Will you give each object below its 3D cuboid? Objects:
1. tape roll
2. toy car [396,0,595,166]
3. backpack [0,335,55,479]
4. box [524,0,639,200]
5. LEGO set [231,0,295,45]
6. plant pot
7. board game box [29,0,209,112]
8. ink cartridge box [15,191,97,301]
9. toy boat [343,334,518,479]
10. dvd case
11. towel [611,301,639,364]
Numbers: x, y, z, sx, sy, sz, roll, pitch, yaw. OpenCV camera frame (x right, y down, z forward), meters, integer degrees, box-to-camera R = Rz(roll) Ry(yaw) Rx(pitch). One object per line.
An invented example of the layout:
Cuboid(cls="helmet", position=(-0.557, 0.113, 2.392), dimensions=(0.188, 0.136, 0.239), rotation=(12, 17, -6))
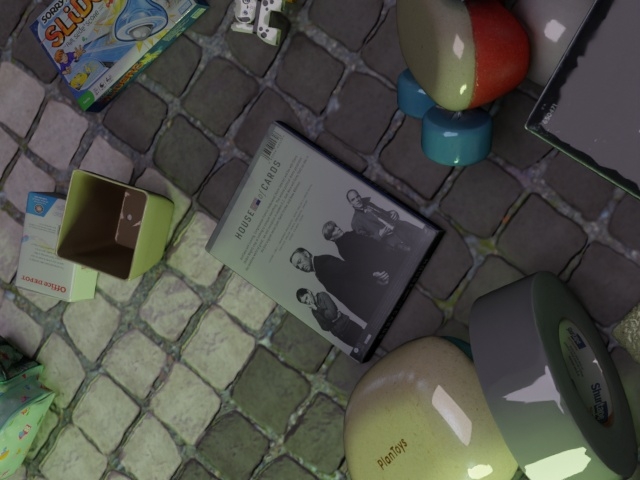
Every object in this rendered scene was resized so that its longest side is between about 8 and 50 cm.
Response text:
Cuboid(cls="tape roll", position=(0.231, 0.142, 1.351), dimensions=(0.072, 0.219, 0.219), rotation=(-27, 81, 23))
Cuboid(cls="toy car", position=(0.208, -0.217, 1.392), dimensions=(0.237, 0.210, 0.219), rotation=(-5, 120, -9))
Cuboid(cls="backpack", position=(-0.429, 0.218, 1.681), dimensions=(0.144, 0.188, 0.166), rotation=(35, 105, 20))
Cuboid(cls="box", position=(0.384, -0.097, 1.227), dimensions=(0.296, 0.294, 0.183), rotation=(35, 108, 20))
Cuboid(cls="LEGO set", position=(-0.071, -0.337, 1.542), dimensions=(0.093, 0.087, 0.227), rotation=(9, 96, 9))
Cuboid(cls="plant pot", position=(-0.234, -0.020, 1.629), dimensions=(0.109, 0.096, 0.109), rotation=(18, 100, 24))
Cuboid(cls="board game box", position=(-0.245, -0.270, 1.657), dimensions=(0.201, 0.035, 0.136), rotation=(-40, 76, 21))
Cuboid(cls="ink cartridge box", position=(-0.321, 0.007, 1.696), dimensions=(0.088, 0.052, 0.123), rotation=(14, 97, 24))
Cuboid(cls="toy boat", position=(0.159, 0.251, 1.429), dimensions=(0.318, 0.148, 0.267), rotation=(57, 145, 9))
Cuboid(cls="dvd case", position=(0.000, 0.000, 1.558), dimensions=(0.238, 0.029, 0.179), rotation=(35, 106, 20))
Cuboid(cls="towel", position=(0.377, 0.085, 1.386), dimensions=(0.148, 0.027, 0.110), rotation=(-42, 74, 21))
